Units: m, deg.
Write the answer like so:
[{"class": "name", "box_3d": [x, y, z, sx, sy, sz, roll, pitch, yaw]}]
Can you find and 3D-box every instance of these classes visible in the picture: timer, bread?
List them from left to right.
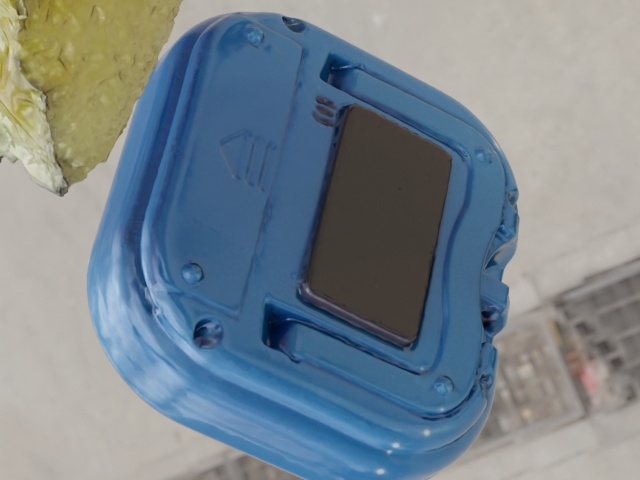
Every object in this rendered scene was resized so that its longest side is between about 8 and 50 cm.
[{"class": "bread", "box_3d": [-0.131, -0.160, 0.843, 0.174, 0.133, 0.251, 36, 152, 32]}, {"class": "timer", "box_3d": [0.000, 0.000, 1.449, 0.115, 0.309, 0.340, -41, 29, 49]}]
